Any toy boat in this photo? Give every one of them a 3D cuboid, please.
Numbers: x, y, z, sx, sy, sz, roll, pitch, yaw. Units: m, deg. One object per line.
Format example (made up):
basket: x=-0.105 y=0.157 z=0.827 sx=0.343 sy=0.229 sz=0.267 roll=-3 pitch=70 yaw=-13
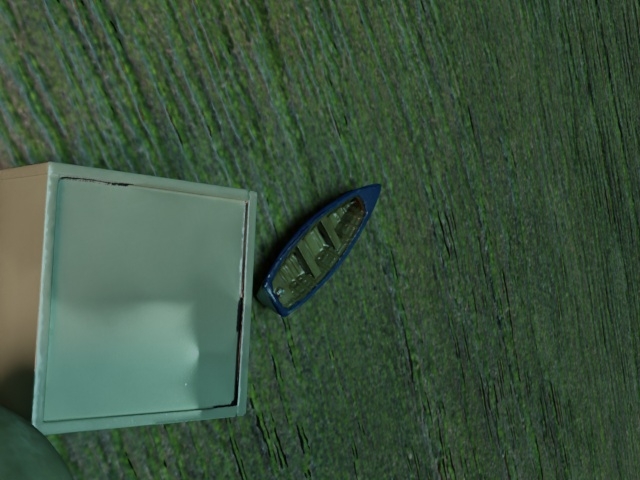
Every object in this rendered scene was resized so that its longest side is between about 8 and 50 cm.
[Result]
toy boat: x=0.000 y=0.000 z=1.025 sx=0.229 sy=0.045 sz=0.080 roll=-50 pitch=122 yaw=-33

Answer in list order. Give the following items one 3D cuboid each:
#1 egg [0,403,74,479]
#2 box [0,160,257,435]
egg: x=-0.293 y=0.283 z=0.586 sx=0.258 sy=0.258 sz=0.352 roll=22 pitch=85 yaw=-43
box: x=-0.188 y=0.053 z=0.789 sx=0.225 sy=0.117 sz=0.225 roll=6 pitch=86 yaw=-44
